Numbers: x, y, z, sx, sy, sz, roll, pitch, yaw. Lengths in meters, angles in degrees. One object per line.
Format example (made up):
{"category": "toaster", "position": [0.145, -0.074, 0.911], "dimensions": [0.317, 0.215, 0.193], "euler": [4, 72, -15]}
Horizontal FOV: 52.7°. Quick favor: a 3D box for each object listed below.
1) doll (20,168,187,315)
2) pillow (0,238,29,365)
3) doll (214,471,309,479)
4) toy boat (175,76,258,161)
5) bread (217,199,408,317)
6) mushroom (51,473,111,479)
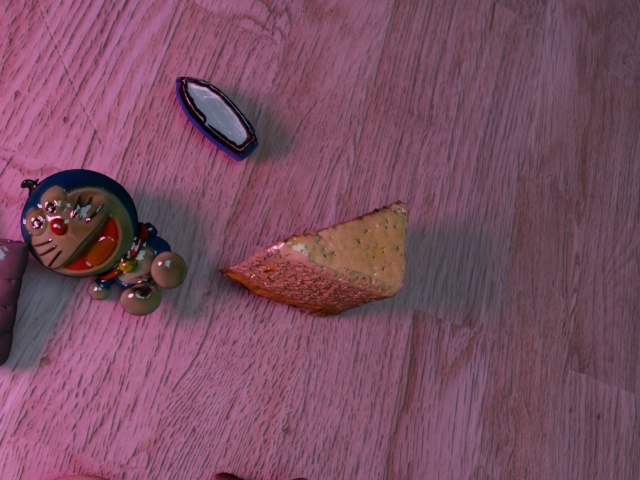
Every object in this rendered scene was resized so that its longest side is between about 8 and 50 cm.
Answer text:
{"category": "doll", "position": [-0.412, -0.006, 1.197], "dimensions": [0.198, 0.186, 0.322], "euler": [-42, 117, 2]}
{"category": "pillow", "position": [-0.671, 0.085, 1.060], "dimensions": [0.327, 0.101, 0.227], "euler": [10, 98, -26]}
{"category": "doll", "position": [-0.123, 0.622, 1.155], "dimensions": [0.215, 0.226, 0.369], "euler": [-1, 80, 9]}
{"category": "toy boat", "position": [-0.228, -0.270, 1.401], "dimensions": [0.223, 0.097, 0.100], "euler": [46, 77, -10]}
{"category": "bread", "position": [0.000, 0.000, 1.358], "dimensions": [0.315, 0.249, 0.278], "euler": [32, 59, -30]}
{"category": "mushroom", "position": [-0.386, 0.513, 1.088], "dimensions": [0.253, 0.195, 0.189], "euler": [53, 29, 12]}
